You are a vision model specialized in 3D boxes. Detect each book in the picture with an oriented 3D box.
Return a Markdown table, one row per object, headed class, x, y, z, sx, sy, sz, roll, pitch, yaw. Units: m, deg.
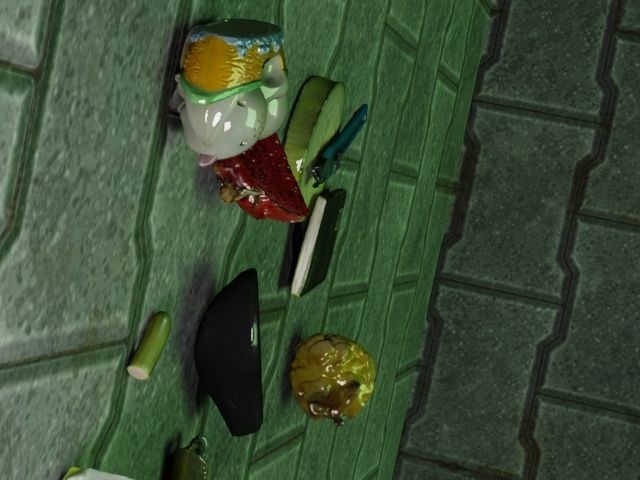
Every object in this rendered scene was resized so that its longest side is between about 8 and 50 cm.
| class | x | y | z | sx | sy | sz | roll | pitch | yaw |
| --- | --- | --- | --- | --- | --- | --- | --- | --- | --- |
| book | 0.000 | 0.000 | 2.085 | 0.228 | 0.024 | 0.160 | -29 | 135 | -79 |

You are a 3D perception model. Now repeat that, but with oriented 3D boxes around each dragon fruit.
| class | x | y | z | sx | sy | sz | roll | pitch | yaw |
| --- | --- | --- | --- | --- | --- | --- | --- | --- | --- |
| dragon fruit | -0.093 | -0.084 | 1.563 | 0.106 | 0.083 | 0.162 | -14 | 84 | -58 |

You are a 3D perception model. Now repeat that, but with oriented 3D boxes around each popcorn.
| class | x | y | z | sx | sy | sz | roll | pitch | yaw |
| --- | --- | --- | --- | --- | --- | --- | --- | --- | --- |
| popcorn | 0.020 | 0.227 | 2.186 | 0.167 | 0.148 | 0.152 | 50 | 13 | -40 |

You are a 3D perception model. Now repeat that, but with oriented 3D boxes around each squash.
| class | x | y | z | sx | sy | sz | roll | pitch | yaw |
| --- | --- | --- | --- | --- | --- | --- | --- | --- | --- |
| squash | -0.016 | -0.132 | 1.944 | 0.219 | 0.041 | 0.219 | 17 | 90 | -79 |
| squash | -0.185 | 0.112 | 1.452 | 0.027 | 0.027 | 0.083 | 86 | 22 | -52 |

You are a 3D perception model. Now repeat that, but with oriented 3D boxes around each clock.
| class | x | y | z | sx | sy | sz | roll | pitch | yaw |
| --- | --- | --- | --- | --- | --- | --- | --- | --- | --- |
| clock | -0.092 | -0.162 | 1.426 | 0.231 | 0.103 | 0.144 | -40 | 142 | -66 |

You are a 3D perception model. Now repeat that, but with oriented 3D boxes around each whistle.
| class | x | y | z | sx | sy | sz | roll | pitch | yaw |
| --- | --- | --- | --- | --- | --- | --- | --- | --- | --- |
| whistle | -0.180 | 0.402 | 1.677 | 0.068 | 0.057 | 0.326 | -42 | 142 | -74 |

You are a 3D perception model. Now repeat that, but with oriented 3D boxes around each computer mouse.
| class | x | y | z | sx | sy | sz | roll | pitch | yaw |
| --- | --- | --- | --- | --- | --- | --- | --- | --- | --- |
| computer mouse | -0.112 | 0.137 | 1.657 | 0.264 | 0.088 | 0.147 | 87 | 1 | -50 |

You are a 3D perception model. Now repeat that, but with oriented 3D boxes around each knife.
| class | x | y | z | sx | sy | sz | roll | pitch | yaw |
| --- | --- | --- | --- | --- | --- | --- | --- | --- | --- |
| knife | 0.033 | -0.147 | 1.990 | 0.296 | 0.026 | 0.044 | -57 | 149 | -58 |

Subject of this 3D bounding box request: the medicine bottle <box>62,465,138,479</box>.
| class | x | y | z | sx | sy | sz | roll | pitch | yaw |
| --- | --- | --- | --- | --- | --- | --- | --- | --- | --- |
| medicine bottle | -0.208 | 0.359 | 1.337 | 0.137 | 0.141 | 0.250 | -69 | 165 | -44 |
